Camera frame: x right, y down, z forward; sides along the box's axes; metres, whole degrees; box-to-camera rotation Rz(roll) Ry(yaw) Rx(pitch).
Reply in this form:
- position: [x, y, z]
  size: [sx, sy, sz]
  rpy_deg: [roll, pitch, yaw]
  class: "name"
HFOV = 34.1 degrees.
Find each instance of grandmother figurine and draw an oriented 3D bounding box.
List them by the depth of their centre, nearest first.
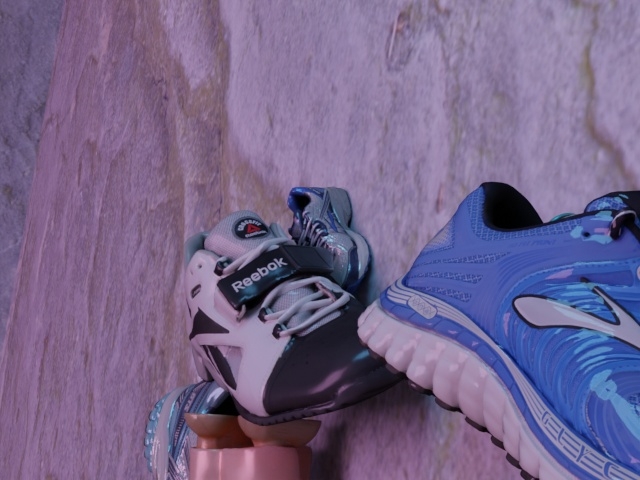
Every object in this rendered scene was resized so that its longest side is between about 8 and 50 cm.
- position: [-0.058, 0.312, 0.821]
  size: [0.207, 0.104, 0.342]
  rpy_deg: [-7, 75, 45]
  class: "grandmother figurine"

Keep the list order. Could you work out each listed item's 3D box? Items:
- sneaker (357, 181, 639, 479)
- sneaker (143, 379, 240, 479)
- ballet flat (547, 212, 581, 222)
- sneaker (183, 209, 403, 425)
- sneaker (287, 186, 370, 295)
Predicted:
- position: [0.149, 0.051, 0.477]
  size: [0.330, 0.129, 0.147]
  rpy_deg: [33, 95, 50]
  class: "sneaker"
- position: [-0.095, 0.247, 0.933]
  size: [0.122, 0.110, 0.283]
  rpy_deg: [-36, 51, 37]
  class: "sneaker"
- position: [0.119, 0.055, 0.637]
  size: [0.168, 0.057, 0.052]
  rpy_deg: [-59, 40, 34]
  class: "ballet flat"
- position: [-0.045, 0.052, 0.841]
  size: [0.330, 0.122, 0.146]
  rpy_deg: [6, 114, 62]
  class: "sneaker"
- position: [0.000, 0.000, 0.906]
  size: [0.052, 0.058, 0.135]
  rpy_deg: [-62, 30, 29]
  class: "sneaker"
